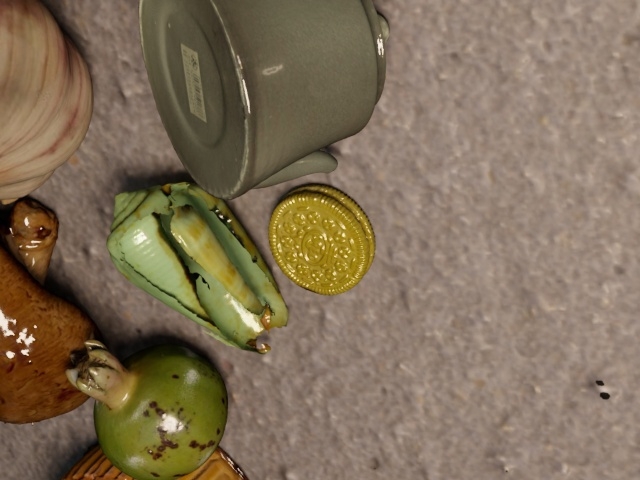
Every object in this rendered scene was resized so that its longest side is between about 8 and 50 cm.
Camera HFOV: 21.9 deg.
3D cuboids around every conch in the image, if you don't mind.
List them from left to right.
[{"bbox_3d":[-0.084,0.016,1.242,0.170,0.079,0.105,41,138,-17],"label":"conch"}]

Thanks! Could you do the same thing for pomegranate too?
[{"bbox_3d":[-0.139,0.127,1.297,0.114,0.115,0.142,-23,135,38],"label":"pomegranate"}]

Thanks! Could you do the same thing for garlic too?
[{"bbox_3d":[-0.283,-0.156,1.196,0.245,0.245,0.253,-2,80,32],"label":"garlic"}]

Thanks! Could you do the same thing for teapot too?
[{"bbox_3d":[-0.018,-0.130,1.072,0.162,0.149,0.239,51,148,43],"label":"teapot"}]

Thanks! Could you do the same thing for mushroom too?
[{"bbox_3d":[-0.284,0.061,1.339,0.231,0.138,0.194,44,130,1],"label":"mushroom"}]

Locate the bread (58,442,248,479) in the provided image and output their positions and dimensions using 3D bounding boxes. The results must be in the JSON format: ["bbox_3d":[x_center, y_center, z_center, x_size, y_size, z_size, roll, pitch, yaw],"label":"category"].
[{"bbox_3d":[-0.145,0.258,1.395,0.199,0.104,0.199,15,122,25],"label":"bread"}]

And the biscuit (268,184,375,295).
[{"bbox_3d":[0.000,0.000,1.209,0.084,0.023,0.084,14,123,23],"label":"biscuit"}]
